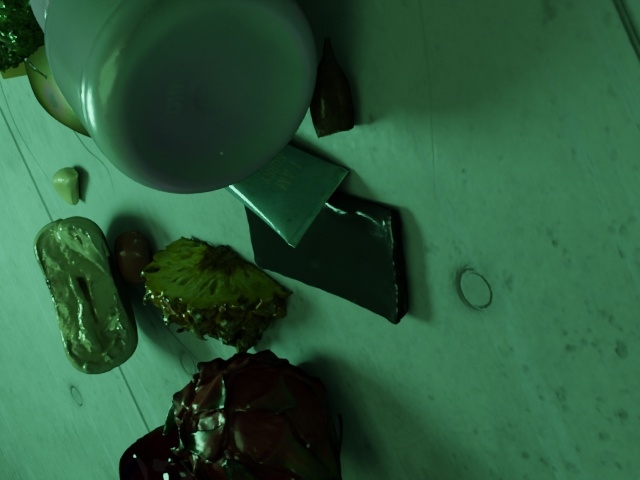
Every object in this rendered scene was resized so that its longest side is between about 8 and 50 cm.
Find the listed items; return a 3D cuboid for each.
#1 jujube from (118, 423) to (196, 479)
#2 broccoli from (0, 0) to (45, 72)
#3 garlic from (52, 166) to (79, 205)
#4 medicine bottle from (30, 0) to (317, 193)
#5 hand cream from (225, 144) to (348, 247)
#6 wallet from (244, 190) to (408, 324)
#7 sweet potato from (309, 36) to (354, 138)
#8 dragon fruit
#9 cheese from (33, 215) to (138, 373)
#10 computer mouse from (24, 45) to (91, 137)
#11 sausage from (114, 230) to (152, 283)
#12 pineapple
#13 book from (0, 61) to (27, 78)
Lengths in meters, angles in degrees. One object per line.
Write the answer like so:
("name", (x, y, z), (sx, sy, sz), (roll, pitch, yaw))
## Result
("jujube", (-0.151, 0.424, 1.502), (0.377, 0.258, 0.258), (36, 137, 25))
("broccoli", (-0.443, -0.405, 1.299), (0.321, 0.310, 0.413), (58, -178, -42))
("garlic", (-0.445, -0.100, 1.722), (0.053, 0.041, 0.083), (33, 144, 19))
("medicine bottle", (-0.178, -0.230, 1.086), (0.325, 0.256, 0.256), (51, 145, 43))
("hand cream", (-0.102, -0.100, 1.227), (0.312, 0.111, 0.070), (31, 175, 41))
("wallet", (-0.001, 0.000, 1.210), (0.285, 0.030, 0.146), (19, 122, 45))
("sweet potato", (0.011, -0.167, 1.073), (0.049, 0.049, 0.117), (24, 129, 43))
("dragon fruit", (-0.070, 0.277, 1.326), (0.293, 0.234, 0.233), (38, 139, 15))
("cheese", (-0.390, 0.089, 1.634), (0.233, 0.127, 0.265), (173, 77, -78))
("computer mouse", (-0.400, -0.266, 1.532), (0.310, 0.072, 0.158), (35, 133, 37))
("sausage", (-0.303, 0.027, 1.596), (0.054, 0.059, 0.094), (0, 123, 6))
("pineapple", (-0.168, 0.109, 1.406), (0.250, 0.140, 0.164), (30, 134, 35))
("book", (-0.542, -0.346, 1.716), (0.172, 0.012, 0.118), (7, 116, 51))
